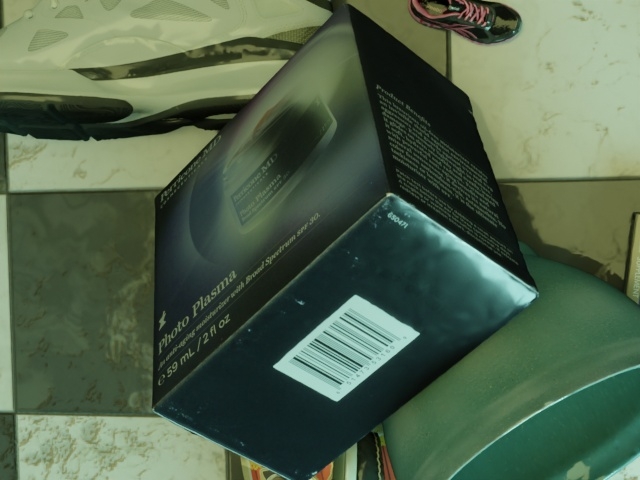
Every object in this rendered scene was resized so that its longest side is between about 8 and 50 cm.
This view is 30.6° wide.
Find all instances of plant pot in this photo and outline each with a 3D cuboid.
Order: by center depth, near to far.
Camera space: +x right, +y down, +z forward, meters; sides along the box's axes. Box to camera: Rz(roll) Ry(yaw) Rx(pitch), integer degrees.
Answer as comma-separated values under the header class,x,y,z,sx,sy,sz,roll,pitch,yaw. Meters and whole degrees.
class,x,y,z,sx,sy,sz,roll,pitch,yaw
plant pot,0.174,0.124,1.094,0.293,0.293,0.196,-37,59,11

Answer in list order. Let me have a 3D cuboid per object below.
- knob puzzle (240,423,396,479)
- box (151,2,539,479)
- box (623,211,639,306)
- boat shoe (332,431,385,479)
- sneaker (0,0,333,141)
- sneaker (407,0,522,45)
class,x,y,z,sx,sy,sz,roll,pitch,yaw
knob puzzle,0.013,0.306,1.244,0.213,0.030,0.213,1,93,11
box,0.000,0.000,1.049,0.183,0.294,0.296,33,119,-29
box,0.414,0.052,1.145,0.225,0.036,0.136,7,94,10
boat shoe,0.072,0.337,1.169,0.113,0.127,0.340,-3,101,-1
sneaker,-0.204,-0.246,1.218,0.447,0.169,0.257,-1,84,4
sneaker,0.143,-0.228,1.177,0.119,0.057,0.047,14,93,10
